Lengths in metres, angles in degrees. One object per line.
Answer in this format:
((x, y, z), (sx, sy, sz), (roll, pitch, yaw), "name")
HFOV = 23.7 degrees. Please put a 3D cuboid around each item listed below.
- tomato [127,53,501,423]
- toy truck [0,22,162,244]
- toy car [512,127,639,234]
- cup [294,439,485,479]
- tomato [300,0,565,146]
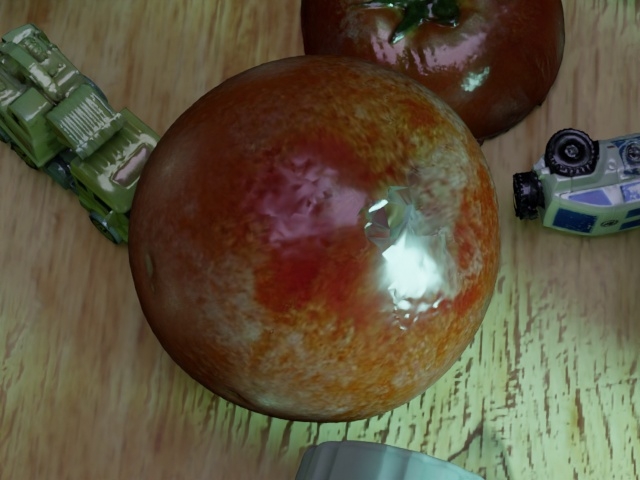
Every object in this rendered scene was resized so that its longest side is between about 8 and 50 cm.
((0.000, 0.000, 1.066), (0.265, 0.265, 0.265), (0, 69, 0), "tomato")
((-0.190, -0.091, 1.172), (0.191, 0.116, 0.085), (41, 76, 14), "toy truck")
((0.231, -0.048, 1.176), (0.170, 0.080, 0.070), (-12, 70, -5), "toy car")
((0.009, 0.244, 1.023), (0.221, 0.167, 0.202), (15, 67, 4), "cup")
((0.089, -0.183, 1.228), (0.225, 0.085, 0.225), (0, 72, 1), "tomato")
